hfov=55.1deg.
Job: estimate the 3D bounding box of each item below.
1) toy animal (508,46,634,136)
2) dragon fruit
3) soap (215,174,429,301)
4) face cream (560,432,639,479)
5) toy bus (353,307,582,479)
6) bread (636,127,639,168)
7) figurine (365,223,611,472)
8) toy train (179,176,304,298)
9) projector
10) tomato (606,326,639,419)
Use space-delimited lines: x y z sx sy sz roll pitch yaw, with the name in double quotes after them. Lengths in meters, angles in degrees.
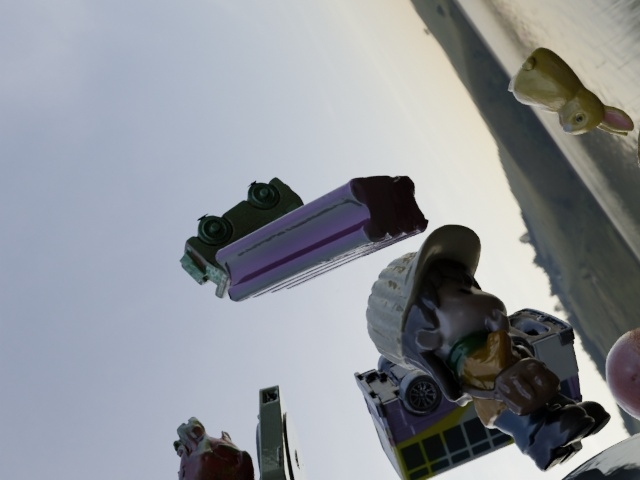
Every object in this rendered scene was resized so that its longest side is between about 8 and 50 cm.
0.318 -0.174 0.771 0.159 0.070 0.083 39 -169 6 "toy animal"
-0.244 0.528 1.352 0.198 0.200 0.269 3 -169 -40 "dragon fruit"
0.000 0.000 0.651 0.122 0.203 0.065 -10 -103 -55 "soap"
0.363 0.321 0.631 0.187 0.201 0.201 57 -158 14 "face cream"
0.325 0.326 1.312 0.209 0.440 0.249 -152 42 -79 "toy bus"
0.662 -0.161 1.009 0.121 0.246 0.174 -78 -27 -62 "bread"
0.191 0.150 0.803 0.185 0.204 0.332 13 -138 -50 "figurine"
-0.158 -0.015 1.368 0.159 0.129 0.326 43 -125 9 "toy train"
-0.079 0.475 1.258 0.257 0.079 0.259 -102 -2 -63 "projector"
0.888 0.352 1.625 0.265 0.265 0.264 44 -156 -26 "tomato"
